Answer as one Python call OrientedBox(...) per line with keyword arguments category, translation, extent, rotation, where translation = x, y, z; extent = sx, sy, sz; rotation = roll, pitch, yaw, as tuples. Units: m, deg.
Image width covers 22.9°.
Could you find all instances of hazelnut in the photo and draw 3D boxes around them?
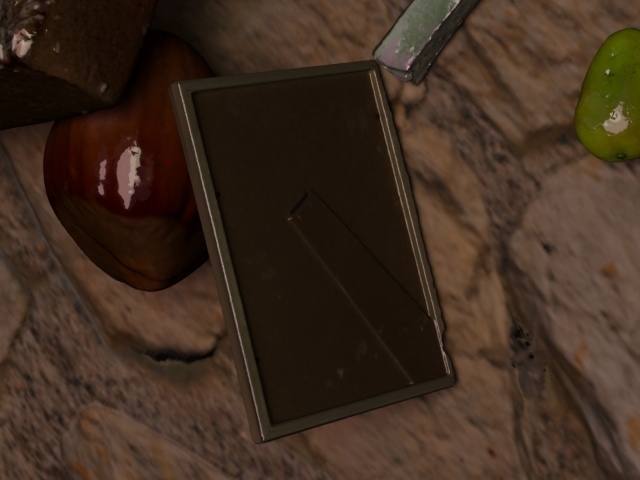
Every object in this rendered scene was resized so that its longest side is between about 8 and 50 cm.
OrientedBox(category="hazelnut", translation=(-0.141, -0.071, 1.339), extent=(0.181, 0.212, 0.181), rotation=(41, 68, 2))

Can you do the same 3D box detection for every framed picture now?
OrientedBox(category="framed picture", translation=(0.000, 0.000, 1.289), extent=(0.020, 0.211, 0.289), rotation=(-19, 85, 53))

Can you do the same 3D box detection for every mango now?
OrientedBox(category="mango", translation=(0.242, -0.116, 1.261), extent=(0.073, 0.056, 0.108), rotation=(6, 91, 15))

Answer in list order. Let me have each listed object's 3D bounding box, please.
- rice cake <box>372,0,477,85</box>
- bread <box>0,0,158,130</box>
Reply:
OrientedBox(category="rice cake", translation=(0.121, -0.222, 1.316), extent=(0.043, 0.034, 0.211), rotation=(44, 107, 23))
OrientedBox(category="bread", translation=(-0.299, -0.172, 1.341), extent=(0.417, 0.113, 0.165), rotation=(-7, 58, 48))
